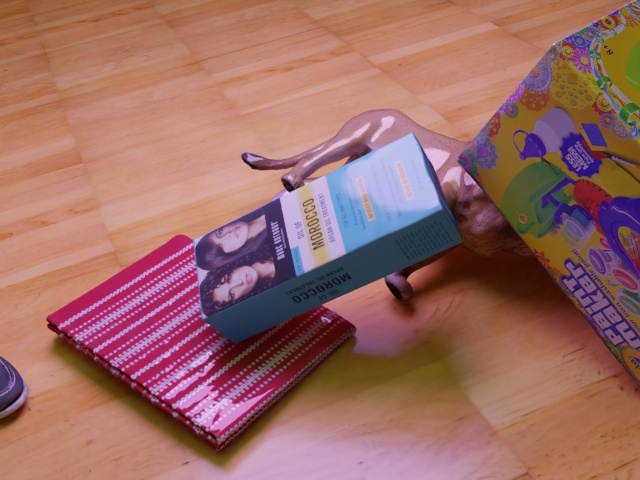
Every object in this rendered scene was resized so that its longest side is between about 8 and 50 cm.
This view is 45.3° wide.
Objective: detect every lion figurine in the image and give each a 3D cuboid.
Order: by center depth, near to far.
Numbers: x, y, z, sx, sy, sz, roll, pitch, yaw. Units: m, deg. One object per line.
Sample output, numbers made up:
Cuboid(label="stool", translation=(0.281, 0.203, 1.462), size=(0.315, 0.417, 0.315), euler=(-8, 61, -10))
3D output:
Cuboid(label="lion figurine", translation=(0.105, -0.076, 0.863), size=(0.240, 0.142, 0.392), euler=(-41, 53, -17))

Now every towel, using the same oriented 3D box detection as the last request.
Cuboid(label="towel", translation=(-0.128, 0.089, 0.794), size=(0.275, 0.031, 0.199), euler=(24, 45, 34))

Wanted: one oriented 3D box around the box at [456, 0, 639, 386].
Cuboid(label="box", translation=(0.334, -0.058, 0.671), size=(0.279, 0.177, 0.290), euler=(-31, 78, -27))

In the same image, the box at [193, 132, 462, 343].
Cuboid(label="box", translation=(0.000, 0.000, 0.726), size=(0.244, 0.060, 0.100), euler=(-25, 51, 14))

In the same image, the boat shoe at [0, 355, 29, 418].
Cuboid(label="boat shoe", translation=(-0.376, 0.117, 0.775), size=(0.206, 0.065, 0.075), euler=(20, 45, 33))
